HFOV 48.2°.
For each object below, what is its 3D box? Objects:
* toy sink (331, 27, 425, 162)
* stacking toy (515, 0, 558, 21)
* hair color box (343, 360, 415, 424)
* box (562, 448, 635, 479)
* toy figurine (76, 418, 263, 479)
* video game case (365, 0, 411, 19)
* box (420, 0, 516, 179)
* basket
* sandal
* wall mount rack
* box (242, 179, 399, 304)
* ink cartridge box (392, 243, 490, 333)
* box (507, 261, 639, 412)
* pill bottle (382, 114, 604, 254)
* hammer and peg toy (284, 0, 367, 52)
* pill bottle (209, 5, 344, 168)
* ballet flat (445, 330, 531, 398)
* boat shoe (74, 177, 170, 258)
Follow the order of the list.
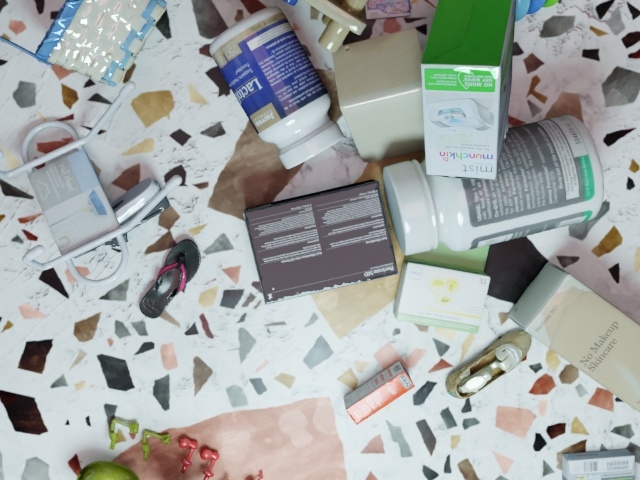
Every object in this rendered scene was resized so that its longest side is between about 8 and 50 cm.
[{"bbox_3d":[0.122,-0.260,1.306,0.153,0.234,0.131,-12,70,11],"label":"toy sink"},{"bbox_3d":[0.417,-0.490,1.315,0.330,0.141,0.141,-19,99,-5],"label":"stacking toy"},{"bbox_3d":[0.117,0.306,1.442,0.141,0.072,0.043,-35,98,3],"label":"hair color box"},{"bbox_3d":[0.590,0.541,1.518,0.145,0.038,0.186,-4,98,-2],"label":"box"},{"bbox_3d":[-0.273,0.474,1.348,0.363,0.217,0.191,25,73,-7],"label":"toy figurine"},{"bbox_3d":[0.124,-0.484,1.354,0.087,0.011,0.122,-6,99,-2],"label":"video game case"},{"bbox_3d":[0.256,-0.274,1.200,0.127,0.262,0.231,6,141,16],"label":"box"},{"bbox_3d":[-0.436,-0.414,1.229,0.289,0.201,0.254,34,95,-31],"label":"basket"},{"bbox_3d":[-0.294,0.080,1.403,0.067,0.040,0.179,33,96,-7],"label":"sandal"},{"bbox_3d":[-0.413,-0.108,1.272,0.304,0.130,0.350,-27,76,-5],"label":"wall mount rack"},{"bbox_3d":[0.000,0.000,1.375,0.261,0.103,0.184,-13,96,-1],"label":"box"},{"bbox_3d":[0.251,0.055,1.421,0.171,0.056,0.235,10,100,-4],"label":"ink cartridge box"},{"bbox_3d":[0.547,0.193,1.421,0.311,0.121,0.148,34,96,-7],"label":"box"},{"bbox_3d":[0.311,-0.096,1.325,0.361,0.204,0.204,-13,99,-1],"label":"pill bottle"},{"bbox_3d":[-0.078,-0.481,1.215,0.361,0.266,0.127,29,115,-12],"label":"hammer and peg toy"},{"bbox_3d":[-0.074,-0.274,1.304,0.153,0.153,0.264,-31,98,2],"label":"pill bottle"},{"bbox_3d":[0.348,0.259,1.448,0.206,0.067,0.073,-38,97,3],"label":"ballet flat"},{"bbox_3d":[-0.389,-0.027,1.371,0.228,0.080,0.076,-38,122,-1],"label":"boat shoe"}]
